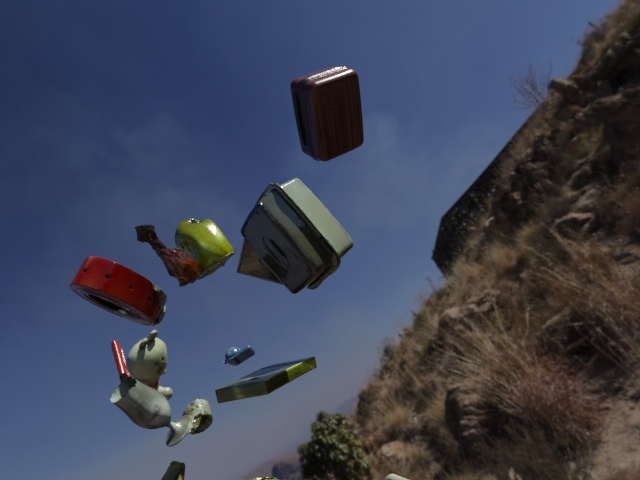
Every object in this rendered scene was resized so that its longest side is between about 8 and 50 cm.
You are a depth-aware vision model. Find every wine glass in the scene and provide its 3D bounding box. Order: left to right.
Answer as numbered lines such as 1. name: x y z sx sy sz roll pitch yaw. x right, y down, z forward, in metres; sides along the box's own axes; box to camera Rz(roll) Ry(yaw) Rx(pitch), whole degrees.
1. wine glass: -0.460 0.469 1.208 0.103 0.103 0.222 -34 -64 11

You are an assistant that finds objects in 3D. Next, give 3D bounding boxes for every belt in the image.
1. belt: -0.666 0.178 1.485 0.227 0.115 0.324 -4 -36 36

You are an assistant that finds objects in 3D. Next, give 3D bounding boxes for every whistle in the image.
1. whistle: -0.376 0.516 2.000 0.158 0.090 0.090 -33 -19 2

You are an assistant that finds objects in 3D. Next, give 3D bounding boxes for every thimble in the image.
1. thimble: -0.378 0.540 1.357 0.084 0.062 0.110 -6 -51 -30

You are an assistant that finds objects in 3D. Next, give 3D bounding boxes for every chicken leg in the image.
1. chicken leg: -0.586 0.051 1.684 0.093 0.304 0.113 -23 25 50

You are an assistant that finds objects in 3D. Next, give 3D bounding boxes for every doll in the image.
1. doll: -0.554 0.409 1.403 0.155 0.113 0.275 -38 -47 -57

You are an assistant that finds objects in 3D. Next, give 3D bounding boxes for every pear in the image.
1. pear: -0.505 0.014 1.851 0.164 0.255 0.238 -26 -4 -39

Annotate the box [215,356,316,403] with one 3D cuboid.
1. box: -0.153 0.415 1.335 0.173 0.043 0.311 -18 -9 24

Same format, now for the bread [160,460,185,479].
1. bread: -0.624 1.051 1.679 0.245 0.361 0.233 -6 16 -25

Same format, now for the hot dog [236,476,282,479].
1. hot dog: -0.256 0.930 1.624 0.337 0.100 0.135 -4 -16 -6

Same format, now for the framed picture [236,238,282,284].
1. framed picture: -0.193 0.075 1.608 0.015 0.203 0.150 -80 5 -73

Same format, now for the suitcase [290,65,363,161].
1. suitcase: 0.028 -0.452 1.577 0.236 0.161 0.297 -28 -52 -27

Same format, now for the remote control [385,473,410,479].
1. remote control: 0.347 1.026 1.815 0.042 0.078 0.221 5 -12 -34

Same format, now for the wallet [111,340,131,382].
1. wallet: -0.910 0.573 2.018 0.045 0.204 0.142 -17 -46 -26

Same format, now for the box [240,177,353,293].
1. box: -0.070 -0.010 1.210 0.166 0.290 0.220 -37 -6 -39
